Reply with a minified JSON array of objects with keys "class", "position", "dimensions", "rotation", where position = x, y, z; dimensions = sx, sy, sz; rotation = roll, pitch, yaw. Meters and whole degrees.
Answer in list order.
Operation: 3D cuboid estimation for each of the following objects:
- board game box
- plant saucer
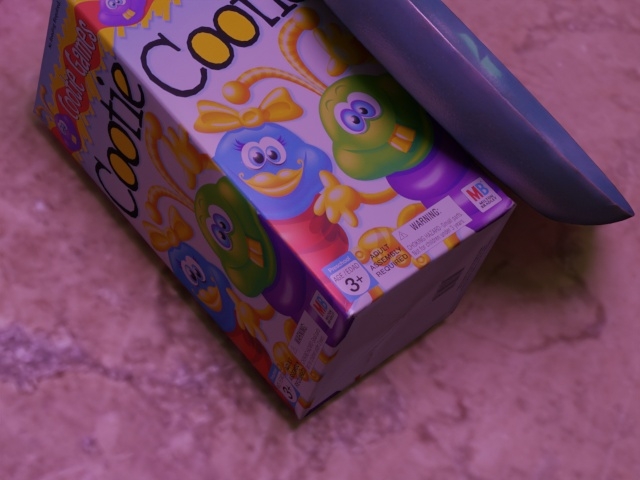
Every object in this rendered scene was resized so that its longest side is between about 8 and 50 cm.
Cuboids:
[{"class":"board game box","position":[-0.036,-0.053,1.224],"dimensions":[0.142,0.144,0.275],"rotation":[-33,72,-29]},{"class":"plant saucer","position":[0.077,-0.117,1.257],"dimensions":[0.044,0.317,0.317],"rotation":[-45,76,10]}]
